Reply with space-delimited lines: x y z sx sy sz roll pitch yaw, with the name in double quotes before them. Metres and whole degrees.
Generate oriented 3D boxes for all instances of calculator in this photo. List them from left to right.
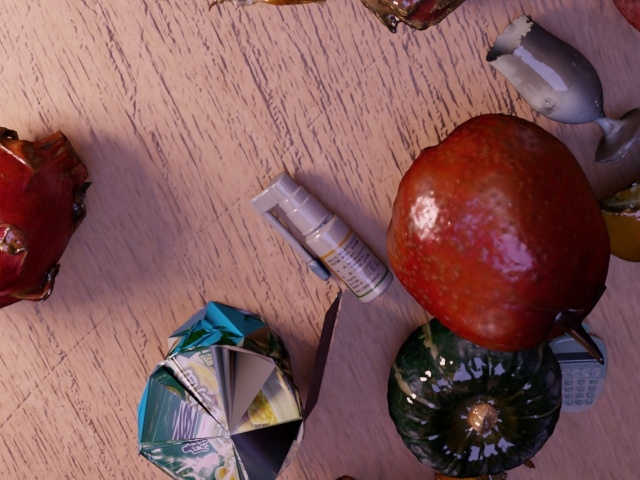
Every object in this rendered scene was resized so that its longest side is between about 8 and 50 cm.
"calculator" 0.375 0.186 1.984 0.095 0.021 0.153 -3 110 0

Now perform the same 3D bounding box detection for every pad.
"pad" -0.001 0.170 1.930 0.006 0.113 0.188 15 109 8

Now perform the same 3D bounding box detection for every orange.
"orange" 0.437 -0.027 1.828 0.160 0.170 0.112 -24 89 41

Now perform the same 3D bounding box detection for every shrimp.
"shrimp" 0.294 0.369 2.048 0.083 0.023 0.114 -29 103 7

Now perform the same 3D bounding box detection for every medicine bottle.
"medicine bottle" 0.000 0.000 1.900 0.092 0.061 0.221 -34 106 31

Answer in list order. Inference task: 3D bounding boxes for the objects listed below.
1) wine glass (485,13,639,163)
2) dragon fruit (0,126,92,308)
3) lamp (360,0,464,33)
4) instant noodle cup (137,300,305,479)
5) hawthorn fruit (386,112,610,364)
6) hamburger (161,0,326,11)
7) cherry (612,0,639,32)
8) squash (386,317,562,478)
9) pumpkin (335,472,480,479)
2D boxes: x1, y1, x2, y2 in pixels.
"wine glass" 0.328 -0.202 1.805 0.222 0.103 0.103 37 105 -12
"dragon fruit" -0.454 -0.016 1.807 0.315 0.250 0.250 -16 110 -12
"lamp" 0.156 -0.392 1.708 0.274 0.177 0.177 -39 105 14
"instant noodle cup" -0.134 0.217 1.909 0.240 0.178 0.240 0 109 0
"hawthorn fruit" 0.252 0.016 1.754 0.284 0.285 0.369 -38 69 12
"hamburger" -0.128 -0.375 1.721 0.283 0.144 0.157 5 109 0
"cherry" 0.486 -0.345 1.686 0.239 0.206 0.239 14 127 20
"squash" 0.219 0.219 1.918 0.252 0.165 0.252 -1 109 -3
"pumpkin" 0.119 0.484 1.968 0.303 0.256 0.225 -8 113 19
